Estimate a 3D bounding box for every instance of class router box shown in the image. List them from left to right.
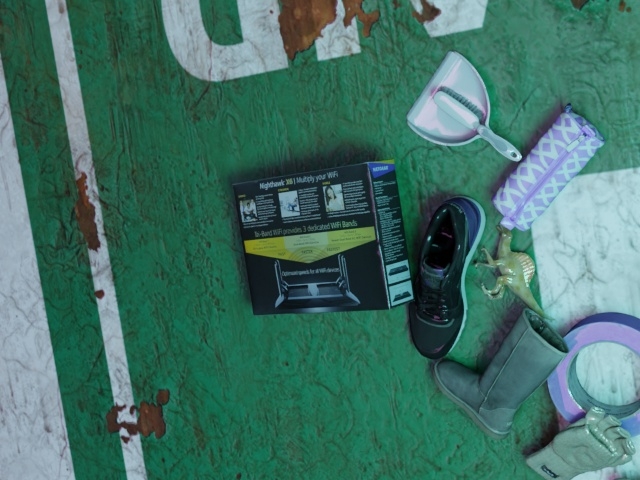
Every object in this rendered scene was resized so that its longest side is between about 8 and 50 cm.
[{"bbox_3d":[0.000,0.000,1.693,0.308,0.081,0.243,-5,95,39],"label":"router box"}]

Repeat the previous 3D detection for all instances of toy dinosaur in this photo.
[{"bbox_3d":[0.311,0.064,1.611,0.092,0.053,0.183,-25,86,15],"label":"toy dinosaur"}]

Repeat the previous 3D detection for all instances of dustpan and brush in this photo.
[{"bbox_3d":[0.247,-0.196,1.602,0.211,0.060,0.147,39,111,15],"label":"dustpan and brush"}]

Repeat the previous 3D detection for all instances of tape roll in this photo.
[{"bbox_3d":[0.460,0.213,1.555,0.188,0.080,0.189,4,99,25],"label":"tape roll"}]

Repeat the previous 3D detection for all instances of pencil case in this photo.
[{"bbox_3d":[0.359,-0.110,1.550,0.086,0.088,0.206,32,113,-11],"label":"pencil case"}]

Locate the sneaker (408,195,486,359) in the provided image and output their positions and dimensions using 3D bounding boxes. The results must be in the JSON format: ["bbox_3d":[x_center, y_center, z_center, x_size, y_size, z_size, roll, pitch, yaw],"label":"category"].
[{"bbox_3d":[0.189,0.067,1.631,0.107,0.124,0.283,14,103,22],"label":"sneaker"}]

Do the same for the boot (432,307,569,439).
[{"bbox_3d":[0.287,0.195,1.594,0.189,0.076,0.209,41,130,30],"label":"boot"}]

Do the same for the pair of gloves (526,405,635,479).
[{"bbox_3d":[0.470,0.367,1.543,0.240,0.042,0.204,33,141,2],"label":"pair of gloves"}]
